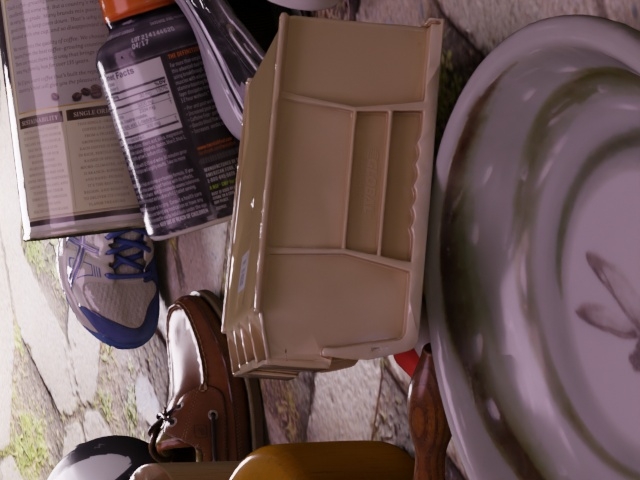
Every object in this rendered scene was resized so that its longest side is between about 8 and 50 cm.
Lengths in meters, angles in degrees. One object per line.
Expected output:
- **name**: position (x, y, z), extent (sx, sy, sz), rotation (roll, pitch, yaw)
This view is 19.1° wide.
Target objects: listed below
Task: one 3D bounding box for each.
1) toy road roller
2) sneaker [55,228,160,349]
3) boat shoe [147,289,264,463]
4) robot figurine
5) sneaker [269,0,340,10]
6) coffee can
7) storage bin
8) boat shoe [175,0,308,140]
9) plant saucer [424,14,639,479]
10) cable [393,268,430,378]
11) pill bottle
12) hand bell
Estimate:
- **toy road roller**: position (-0.035, 0.259, 1.708), extent (0.329, 0.202, 0.241), rotation (42, 121, 48)
- **sneaker**: position (-0.235, -0.027, 2.141), extent (0.131, 0.111, 0.296), rotation (-31, 69, 62)
- **boat shoe**: position (-0.121, 0.196, 1.963), extent (0.111, 0.104, 0.307), rotation (-51, 51, 56)
- **robot figurine**: position (-0.211, 0.316, 2.101), extent (0.278, 0.173, 0.209), rotation (29, 124, 60)
- **sneaker**: position (-0.045, -0.335, 1.668), extent (0.147, 0.104, 0.296), rotation (103, 153, -45)
- **coffee can**: position (-0.229, -0.147, 1.989), extent (0.201, 0.201, 0.275), rotation (-8, 89, 65)
- **storage bin**: position (0.003, -0.024, 1.485), extent (0.262, 0.123, 0.260), rotation (144, 131, -79)
- **boat shoe**: position (-0.075, -0.253, 1.772), extent (0.119, 0.121, 0.335), rotation (-44, 67, 49)
- **plant saucer**: position (0.204, 0.050, 1.253), extent (0.400, 0.100, 0.401), rotation (28, 122, 60)
- **cable**: position (0.125, 0.136, 1.469), extent (0.287, 0.072, 0.139), rotation (61, 145, 40)
- **pill bottle**: position (-0.139, -0.133, 1.846), extent (0.130, 0.130, 0.246), rotation (-10, 97, 65)
- **hand bell**: position (0.085, 0.186, 1.485), extent (0.126, 0.126, 0.242), rotation (-136, 41, -53)
